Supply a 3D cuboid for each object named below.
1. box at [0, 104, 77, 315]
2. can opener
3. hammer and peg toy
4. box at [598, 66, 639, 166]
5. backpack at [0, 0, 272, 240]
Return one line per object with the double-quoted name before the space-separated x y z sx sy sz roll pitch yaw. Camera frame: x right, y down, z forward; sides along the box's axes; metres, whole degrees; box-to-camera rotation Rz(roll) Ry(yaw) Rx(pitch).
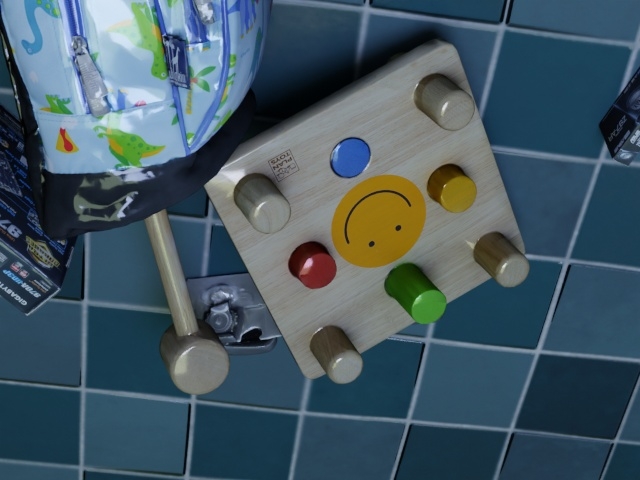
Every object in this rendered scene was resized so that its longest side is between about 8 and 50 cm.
"box" -0.314 -0.060 1.034 0.051 0.175 0.220 -35 119 23
"can opener" -0.012 0.071 1.203 0.283 0.076 0.095 -5 157 3
"hammer and peg toy" 0.000 0.000 1.037 0.361 0.127 0.266 -29 123 -7
"box" 0.294 -0.120 1.057 0.018 0.067 0.083 22 123 -14
"backpack" -0.146 -0.226 0.870 0.273 0.290 0.356 -14 115 16
